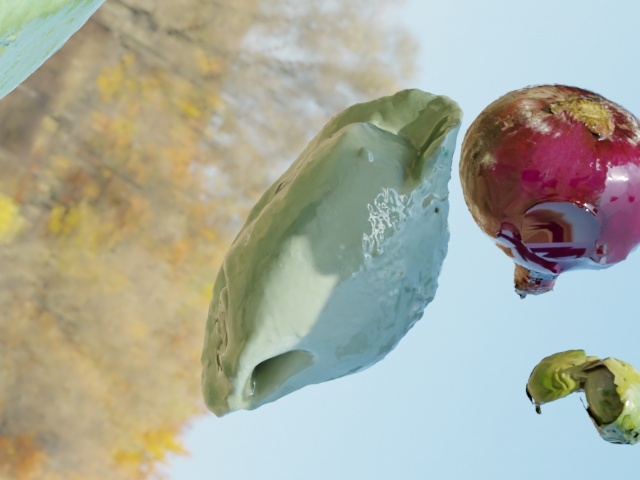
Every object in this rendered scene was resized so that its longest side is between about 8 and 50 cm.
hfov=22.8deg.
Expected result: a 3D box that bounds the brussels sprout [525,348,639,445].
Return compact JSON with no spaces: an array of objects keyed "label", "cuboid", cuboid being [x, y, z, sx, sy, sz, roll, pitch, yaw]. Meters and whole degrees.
[{"label":"brussels sprout","cuboid":[0.162,0.091,0.950,0.046,0.083,0.051,-4,111,-57]}]

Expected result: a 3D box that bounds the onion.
[{"label":"onion","cuboid":[0.195,-0.020,1.305,0.135,0.173,0.198,-75,172,-62]}]

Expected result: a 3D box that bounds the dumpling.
[{"label":"dumpling","cuboid":[0.011,0.010,0.896,0.219,0.108,0.152,-47,-174,5]}]

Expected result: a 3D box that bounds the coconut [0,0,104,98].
[{"label":"coconut","cuboid":[-0.245,-0.166,0.729,0.328,0.328,0.281,137,-37,-56]}]
